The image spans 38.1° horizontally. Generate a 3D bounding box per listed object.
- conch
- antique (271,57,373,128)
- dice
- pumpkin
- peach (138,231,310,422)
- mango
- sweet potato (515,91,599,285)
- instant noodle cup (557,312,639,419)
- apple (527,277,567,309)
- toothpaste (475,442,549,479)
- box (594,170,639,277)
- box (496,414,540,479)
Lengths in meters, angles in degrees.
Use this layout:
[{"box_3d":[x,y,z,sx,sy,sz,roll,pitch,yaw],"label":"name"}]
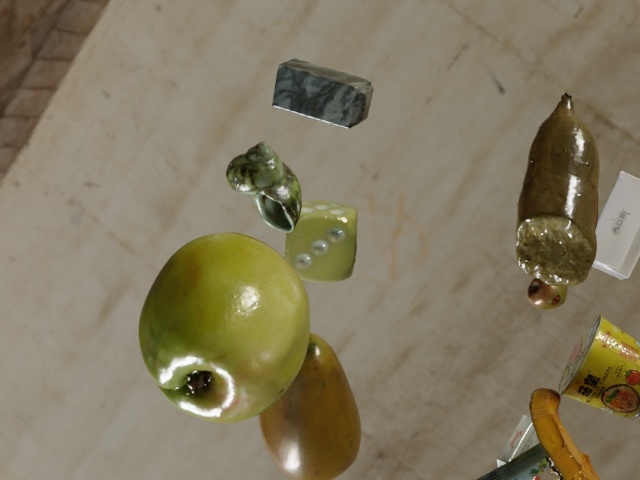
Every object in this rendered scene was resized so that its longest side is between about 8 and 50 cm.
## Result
[{"box_3d":[-0.112,-0.124,2.004,0.124,0.187,0.181,-52,153,-11],"label":"conch"},{"box_3d":[0.009,-0.287,1.816,0.086,0.182,0.088,-42,148,-61],"label":"antique"},{"box_3d":[0.000,0.000,2.228,0.169,0.169,0.166,-93,-173,-73],"label":"dice"},{"box_3d":[0.461,0.406,1.652,0.095,0.258,0.290,-34,179,6],"label":"pumpkin"},{"box_3d":[-0.166,0.141,1.593,0.282,0.314,0.316,60,45,-41],"label":"peach"},{"box_3d":[-0.030,0.369,2.082,0.221,0.264,0.378,-16,120,-20],"label":"mango"},{"box_3d":[0.454,-0.101,1.754,0.158,0.157,0.370,114,-10,-66],"label":"sweet potato"},{"box_3d":[0.562,0.251,1.785,0.182,0.144,0.182,-61,170,-18],"label":"instant noodle cup"},{"box_3d":[0.492,0.113,2.010,0.084,0.071,0.084,-51,-157,32],"label":"apple"},{"box_3d":[0.400,0.476,1.906,0.164,0.034,0.046,-33,-151,9],"label":"toothpaste"},{"box_3d":[0.670,-0.027,2.063,0.203,0.116,0.274,-65,165,4],"label":"box"},{"box_3d":[0.451,0.523,2.101,0.139,0.035,0.245,-47,138,-35],"label":"box"}]
